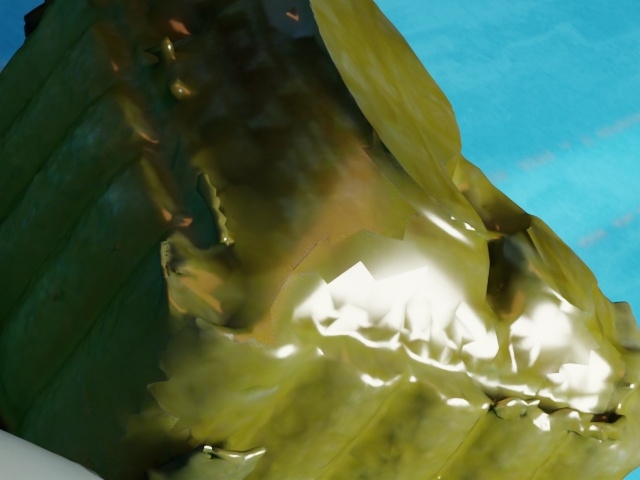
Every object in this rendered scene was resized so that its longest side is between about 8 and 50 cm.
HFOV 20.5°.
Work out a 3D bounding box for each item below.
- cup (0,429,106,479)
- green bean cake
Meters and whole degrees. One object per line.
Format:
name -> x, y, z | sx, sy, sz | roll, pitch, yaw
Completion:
cup -> -0.081, 0.164, 0.578 | 0.234, 0.186, 0.258 | 29, 5, -30
green bean cake -> 0.000, 0.000, 0.812 | 0.285, 0.202, 0.310 | 15, 39, -35
